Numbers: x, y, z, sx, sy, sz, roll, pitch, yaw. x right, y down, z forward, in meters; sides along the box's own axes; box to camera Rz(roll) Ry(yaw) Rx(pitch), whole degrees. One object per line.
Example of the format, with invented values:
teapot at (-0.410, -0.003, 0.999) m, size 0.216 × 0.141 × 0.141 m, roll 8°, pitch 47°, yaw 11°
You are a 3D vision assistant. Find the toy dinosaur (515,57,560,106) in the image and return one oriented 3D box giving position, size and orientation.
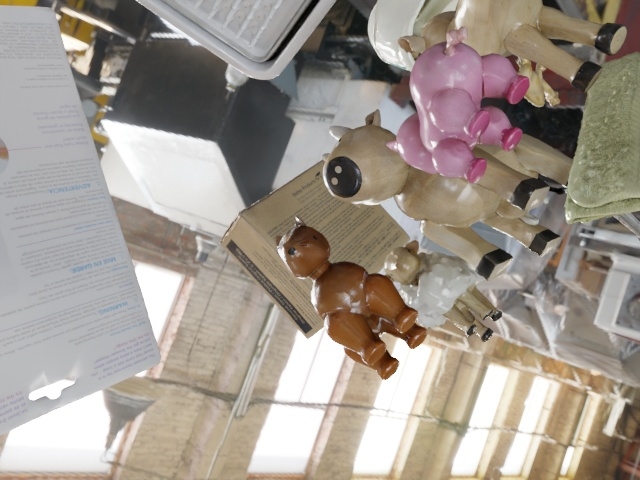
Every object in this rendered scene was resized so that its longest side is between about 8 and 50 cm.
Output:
toy dinosaur at (0.270, -0.220, 0.747) m, size 0.183 × 0.092 × 0.053 m, roll -7°, pitch 162°, yaw -33°

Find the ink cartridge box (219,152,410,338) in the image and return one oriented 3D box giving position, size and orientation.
ink cartridge box at (0.000, 0.000, 0.832) m, size 0.193 × 0.235 × 0.088 m, roll 47°, pitch 136°, yaw 4°

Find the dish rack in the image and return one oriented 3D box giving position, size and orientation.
dish rack at (-0.146, -0.396, 0.759) m, size 0.333 × 0.072 × 0.285 m, roll 32°, pitch 149°, yaw -17°

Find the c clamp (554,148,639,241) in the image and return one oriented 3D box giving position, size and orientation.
c clamp at (0.297, -0.032, 0.550) m, size 0.161 × 0.022 × 0.137 m, roll 30°, pitch -154°, yaw -30°

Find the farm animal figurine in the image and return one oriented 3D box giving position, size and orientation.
farm animal figurine at (0.100, -0.071, 0.450) m, size 0.172 × 0.330 × 0.327 m, roll 41°, pitch -160°, yaw 32°

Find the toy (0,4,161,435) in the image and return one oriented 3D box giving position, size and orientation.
toy at (-0.195, -0.015, 0.322) m, size 0.056 × 0.237 × 0.137 m, roll -8°, pitch -172°, yaw 44°

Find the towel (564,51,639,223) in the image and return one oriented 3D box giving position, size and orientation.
towel at (0.210, -0.075, 0.336) m, size 0.110 × 0.148 × 0.027 m, roll -14°, pitch 131°, yaw 47°

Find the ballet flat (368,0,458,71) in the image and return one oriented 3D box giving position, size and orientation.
ballet flat at (0.215, -0.351, 0.624) m, size 0.139 × 0.400 × 0.139 m, roll 33°, pitch -153°, yaw -19°
